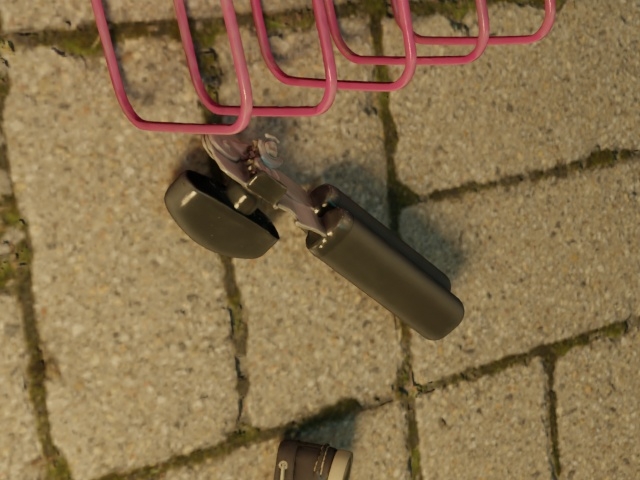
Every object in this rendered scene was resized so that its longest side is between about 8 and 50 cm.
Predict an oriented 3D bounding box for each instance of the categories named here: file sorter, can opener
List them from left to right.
[{"bbox_3d":[-0.002,-0.195,0.895,0.291,0.202,0.182,-22,108,-31],"label":"file sorter"},{"bbox_3d":[0.000,0.000,1.005,0.280,0.074,0.093,32,111,-30],"label":"can opener"}]

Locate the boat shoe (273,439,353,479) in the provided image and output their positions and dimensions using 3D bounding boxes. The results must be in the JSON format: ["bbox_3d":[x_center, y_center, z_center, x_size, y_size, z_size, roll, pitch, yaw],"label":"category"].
[{"bbox_3d":[-0.032,0.260,1.016,0.065,0.075,0.206,18,90,9],"label":"boat shoe"}]
